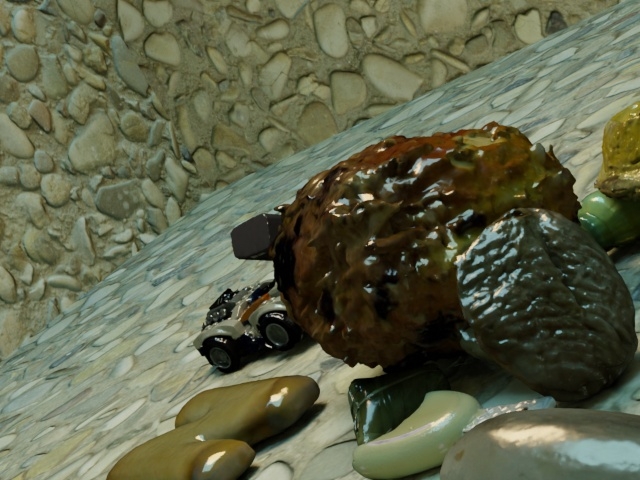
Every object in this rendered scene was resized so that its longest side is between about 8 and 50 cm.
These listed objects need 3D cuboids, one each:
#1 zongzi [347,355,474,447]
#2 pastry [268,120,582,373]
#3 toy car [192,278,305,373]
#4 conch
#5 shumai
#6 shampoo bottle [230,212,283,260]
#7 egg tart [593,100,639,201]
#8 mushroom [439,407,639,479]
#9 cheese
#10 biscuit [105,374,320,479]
[{"bbox_3d":[0.112,0.197,1.473,0.154,0.062,0.130,-14,34,4],"label":"zongzi"},{"bbox_3d":[0.107,0.018,1.580,0.405,0.293,0.337,-8,6,45],"label":"pastry"},{"bbox_3d":[-0.088,0.118,2.124,0.301,0.118,0.193,-21,17,43],"label":"toy car"},{"bbox_3d":[0.386,-0.031,1.649,0.200,0.080,0.095,-14,-2,-27],"label":"conch"},{"bbox_3d":[0.226,0.077,1.362,0.166,0.206,0.175,-29,-10,-9],"label":"shumai"},{"bbox_3d":[0.001,0.000,2.176,0.309,0.071,0.098,2,-20,-42],"label":"shampoo bottle"},{"bbox_3d":[0.426,-0.134,1.553,0.231,0.098,0.252,-29,11,7],"label":"egg tart"},{"bbox_3d":[0.235,0.185,0.967,0.350,0.128,0.128,-14,20,49],"label":"mushroom"},{"bbox_3d":[0.145,0.194,1.339,0.235,0.050,0.127,-19,15,49],"label":"cheese"},{"bbox_3d":[-0.152,0.268,1.757,0.237,0.062,0.290,-39,13,-34],"label":"biscuit"}]
